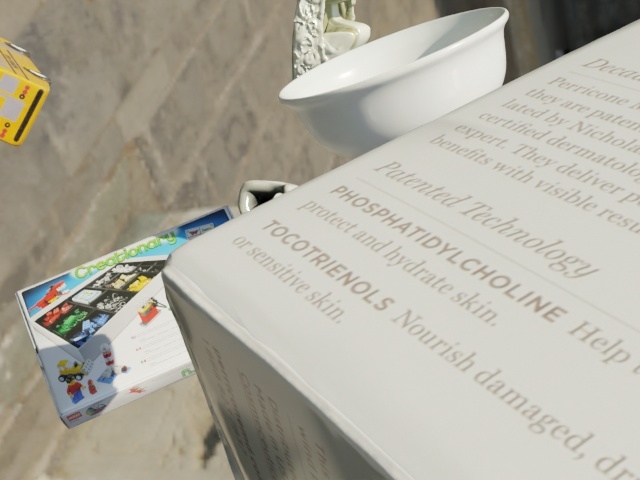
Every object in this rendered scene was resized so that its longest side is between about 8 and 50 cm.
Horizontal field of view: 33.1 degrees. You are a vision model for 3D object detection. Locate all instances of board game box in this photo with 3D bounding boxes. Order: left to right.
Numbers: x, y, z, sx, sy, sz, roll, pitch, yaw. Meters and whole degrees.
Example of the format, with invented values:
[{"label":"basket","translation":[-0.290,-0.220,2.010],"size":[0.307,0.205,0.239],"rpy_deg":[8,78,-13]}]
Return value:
[{"label":"board game box","translation":[-0.222,0.095,1.409],"size":[0.053,0.305,0.193],"rpy_deg":[84,-19,-61]}]

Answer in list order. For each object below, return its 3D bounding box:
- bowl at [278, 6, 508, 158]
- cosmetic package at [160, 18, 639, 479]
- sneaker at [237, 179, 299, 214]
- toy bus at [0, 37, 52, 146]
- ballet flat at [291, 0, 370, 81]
[{"label":"bowl","translation":[0.108,-0.174,1.337],"size":[0.134,0.298,0.298],"rpy_deg":[68,23,-17]},{"label":"cosmetic package","translation":[0.195,0.111,0.550],"size":[0.393,0.327,0.329],"rpy_deg":[-27,122,-21]},{"label":"sneaker","translation":[0.000,0.000,1.018],"size":[0.115,0.232,0.090],"rpy_deg":[21,90,-45]},{"label":"toy bus","translation":[-0.534,-0.259,1.764],"size":[0.130,0.332,0.108],"rpy_deg":[23,101,-33]},{"label":"ballet flat","translation":[0.025,-0.417,1.903],"size":[0.147,0.147,0.409],"rpy_deg":[-48,142,-65]}]
